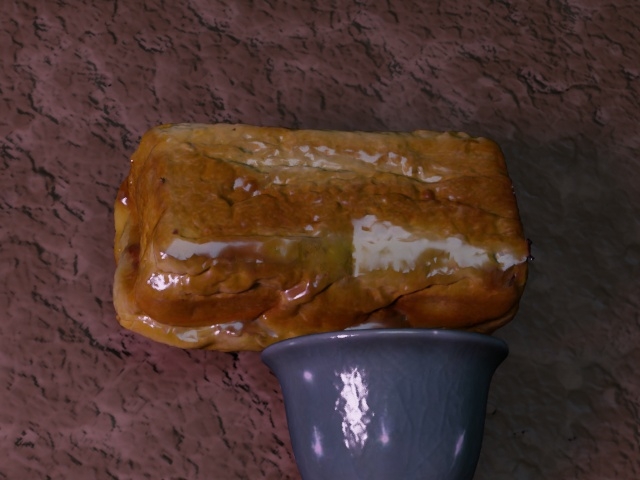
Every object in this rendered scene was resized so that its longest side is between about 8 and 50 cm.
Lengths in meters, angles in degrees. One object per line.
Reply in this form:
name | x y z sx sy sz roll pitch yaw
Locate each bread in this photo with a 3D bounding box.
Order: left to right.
bread | -0.001 0.006 1.425 0.344 0.149 0.195 3 52 -13

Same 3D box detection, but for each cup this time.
cup | 0.052 0.159 1.344 0.199 0.199 0.150 2 76 -12
